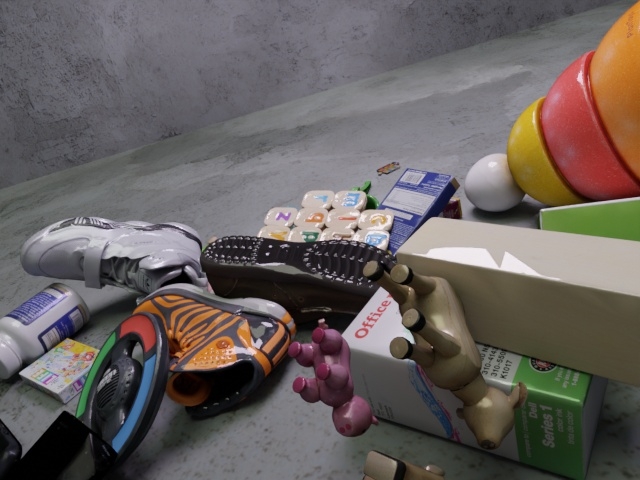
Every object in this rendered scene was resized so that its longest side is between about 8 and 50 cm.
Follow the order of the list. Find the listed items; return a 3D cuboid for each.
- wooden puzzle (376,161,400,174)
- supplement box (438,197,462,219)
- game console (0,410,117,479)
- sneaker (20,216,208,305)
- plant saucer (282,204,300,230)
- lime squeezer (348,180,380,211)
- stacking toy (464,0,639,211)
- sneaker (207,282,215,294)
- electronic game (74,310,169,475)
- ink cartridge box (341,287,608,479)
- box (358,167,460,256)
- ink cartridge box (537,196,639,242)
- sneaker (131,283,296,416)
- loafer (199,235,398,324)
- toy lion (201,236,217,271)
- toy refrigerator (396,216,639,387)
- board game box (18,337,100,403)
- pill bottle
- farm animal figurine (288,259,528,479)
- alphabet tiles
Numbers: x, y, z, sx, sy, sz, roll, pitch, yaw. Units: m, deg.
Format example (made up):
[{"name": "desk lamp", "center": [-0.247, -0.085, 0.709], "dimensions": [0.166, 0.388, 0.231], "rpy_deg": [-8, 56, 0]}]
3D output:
[{"name": "wooden puzzle", "center": [0.192, -0.202, 1.400], "dimensions": [0.083, 0.006, 0.049], "rpy_deg": [-28, 28, -22]}, {"name": "supplement box", "center": [0.246, -0.056, 1.034], "dimensions": [0.083, 0.043, 0.055], "rpy_deg": [-29, 29, -24]}, {"name": "game console", "center": [-0.430, 0.313, 0.672], "dimensions": [0.361, 0.044, 0.213], "rpy_deg": [6, 49, 44]}, {"name": "sneaker", "center": [-0.410, 0.051, 1.021], "dimensions": [0.366, 0.137, 0.210], "rpy_deg": [-2, 27, -26]}, {"name": "plant saucer", "center": [-0.061, -0.053, 1.248], "dimensions": [0.067, 0.018, 0.192], "rpy_deg": [-26, 28, -18]}, {"name": "lime squeezer", "center": [0.125, -0.087, 1.181], "dimensions": [0.110, 0.058, 0.310], "rpy_deg": [7, 17, -20]}, {"name": "stacking toy", "center": [0.458, -0.175, 0.875], "dimensions": [0.351, 0.350, 0.480], "rpy_deg": [-39, 9, -38]}, {"name": "sneaker", "center": [-0.162, 0.090, 0.990], "dimensions": [0.134, 0.051, 0.070], "rpy_deg": [-20, 28, 1]}, {"name": "electronic game", "center": [-0.288, 0.212, 0.708], "dimensions": [0.229, 0.048, 0.229], "rpy_deg": [-28, 47, 35]}, {"name": "ink cartridge box", "center": [0.188, 0.132, 0.609], "dimensions": [0.278, 0.117, 0.201], "rpy_deg": [5, 34, 37]}, {"name": "box", "center": [0.165, -0.046, 1.010], "dimensions": [0.225, 0.036, 0.136], "rpy_deg": [-51, 35, -11]}, {"name": "ink cartridge box", "center": [0.394, -0.009, 0.654], "dimensions": [0.189, 0.096, 0.255], "rpy_deg": [-7, -6, 21]}, {"name": "sneaker", "center": [-0.212, 0.166, 0.782], "dimensions": [0.321, 0.124, 0.180], "rpy_deg": [-3, 28, 27]}, {"name": "loafer", "center": [-0.020, 0.076, 0.850], "dimensions": [0.366, 0.130, 0.133], "rpy_deg": [8, 31, 13]}, {"name": "toy lion", "center": [-0.259, 0.037, 1.180], "dimensions": [0.096, 0.034, 0.100], "rpy_deg": [-42, 34, -27]}, {"name": "toy refrigerator", "center": [0.221, 0.051, 0.504], "dimensions": [0.270, 0.102, 0.094], "rpy_deg": [9, 37, 40]}, {"name": "board game box", "center": [-0.467, 0.235, 0.913], "dimensions": [0.154, 0.026, 0.103], "rpy_deg": [4, 33, 37]}, {"name": "pill bottle", "center": [-0.571, 0.179, 0.991], "dimensions": [0.112, 0.112, 0.186], "rpy_deg": [-1, 29, 30]}, {"name": "farm animal figurine", "center": [0.094, 0.209, 0.423], "dimensions": [0.327, 0.172, 0.330], "rpy_deg": [28, 86, 52]}, {"name": "alphabet tiles", "center": [0.000, 0.000, 0.996], "dimensions": [0.278, 0.021, 0.284], "rpy_deg": [2, 47, 20]}]
